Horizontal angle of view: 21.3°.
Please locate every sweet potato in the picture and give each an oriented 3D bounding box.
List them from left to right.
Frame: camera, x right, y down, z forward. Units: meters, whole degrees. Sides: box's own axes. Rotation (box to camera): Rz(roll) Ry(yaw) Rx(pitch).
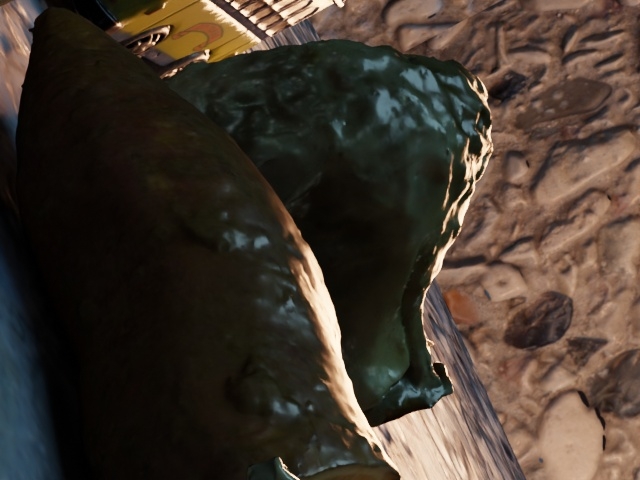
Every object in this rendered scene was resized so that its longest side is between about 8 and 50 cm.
[{"bbox_3d":[-0.065,0.010,0.768,0.131,0.131,0.337,54,12,-52],"label":"sweet potato"}]

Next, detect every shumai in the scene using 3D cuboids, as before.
[{"bbox_3d":[0.000,0.000,1.041,0.260,0.225,0.222,19,61,-58],"label":"shumai"}]

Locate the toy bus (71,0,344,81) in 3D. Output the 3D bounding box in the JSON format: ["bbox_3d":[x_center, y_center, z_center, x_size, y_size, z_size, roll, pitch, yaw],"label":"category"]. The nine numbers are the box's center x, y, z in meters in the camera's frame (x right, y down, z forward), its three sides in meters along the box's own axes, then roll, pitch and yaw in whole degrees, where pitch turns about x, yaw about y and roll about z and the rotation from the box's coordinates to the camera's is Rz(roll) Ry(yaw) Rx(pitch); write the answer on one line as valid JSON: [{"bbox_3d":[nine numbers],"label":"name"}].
[{"bbox_3d":[-0.093,-0.214,1.220,0.138,0.175,0.287,64,7,5],"label":"toy bus"}]

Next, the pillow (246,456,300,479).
[{"bbox_3d":[0.045,0.248,0.641,0.281,0.076,0.274,55,24,-60],"label":"pillow"}]

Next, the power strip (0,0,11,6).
[{"bbox_3d":[-0.193,-0.165,0.726,0.091,0.062,0.385,63,7,4],"label":"power strip"}]
